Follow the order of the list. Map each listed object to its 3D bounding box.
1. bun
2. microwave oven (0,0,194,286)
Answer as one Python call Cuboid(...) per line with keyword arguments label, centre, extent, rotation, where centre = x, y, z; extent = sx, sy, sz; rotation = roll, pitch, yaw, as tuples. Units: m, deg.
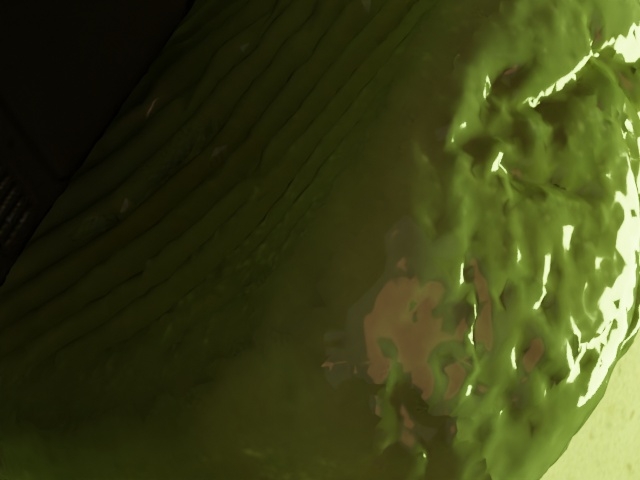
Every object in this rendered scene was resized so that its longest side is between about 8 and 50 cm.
Cuboid(label="bun", centre=(0.000, 0.000, 0.774), extent=(0.349, 0.352, 0.227), rotation=(-39, 126, 0))
Cuboid(label="microwave oven", centre=(-0.155, -0.133, 0.655), extent=(0.247, 0.188, 0.178), rotation=(-59, 146, -22))
